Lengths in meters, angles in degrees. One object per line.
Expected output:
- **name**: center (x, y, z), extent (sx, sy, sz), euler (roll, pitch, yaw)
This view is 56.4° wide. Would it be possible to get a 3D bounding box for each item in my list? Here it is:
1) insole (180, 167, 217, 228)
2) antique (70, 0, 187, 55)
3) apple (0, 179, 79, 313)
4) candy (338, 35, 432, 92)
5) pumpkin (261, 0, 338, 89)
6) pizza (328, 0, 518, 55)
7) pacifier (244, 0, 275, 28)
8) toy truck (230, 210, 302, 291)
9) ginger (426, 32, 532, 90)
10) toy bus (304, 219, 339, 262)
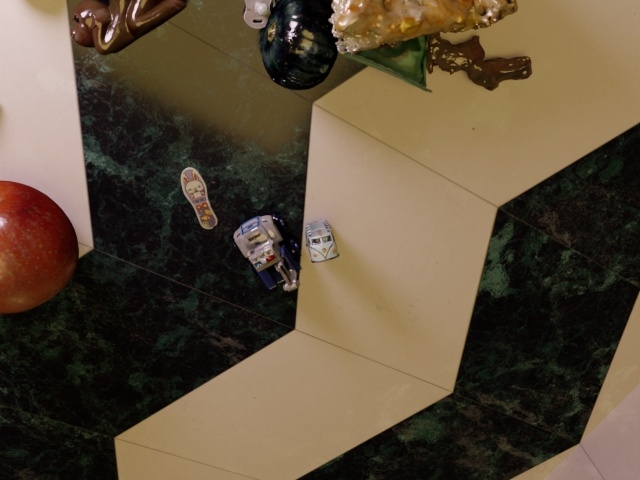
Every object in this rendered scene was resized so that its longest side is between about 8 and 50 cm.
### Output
- **insole**: center (-0.341, -0.115, 1.674), extent (0.065, 0.004, 0.197), euler (-16, 119, 0)
- **antique**: center (-0.453, -0.528, 1.367), extent (0.257, 0.121, 0.143), euler (-32, 111, 8)
- **apple**: center (-0.789, 0.011, 1.478), extent (0.349, 0.348, 0.276), euler (-10, 131, -4)
- **candy**: center (0.202, -0.585, 1.422), extent (0.263, 0.172, 0.397), euler (13, 103, -20)
- **pumpkin**: center (-0.046, -0.470, 1.400), extent (0.163, 0.233, 0.233), euler (12, 116, -21)
- **pizza**: center (0.199, -0.637, 1.327), extent (0.435, 0.080, 0.391), euler (-14, 88, -14)
- **pacifier**: center (-0.140, -0.555, 1.425), extent (0.082, 0.078, 0.099), euler (-8, 119, -20)
- **toy truck**: center (-0.147, 0.041, 1.693), extent (0.161, 0.177, 0.213), euler (-28, 120, 8)
- **ginger**: center (0.413, -0.469, 1.571), extent (0.290, 0.084, 0.122), euler (11, 94, -11)
- **toy bus**: center (0.000, 0.000, 1.689), extent (0.087, 0.194, 0.088), euler (-13, 107, -1)
